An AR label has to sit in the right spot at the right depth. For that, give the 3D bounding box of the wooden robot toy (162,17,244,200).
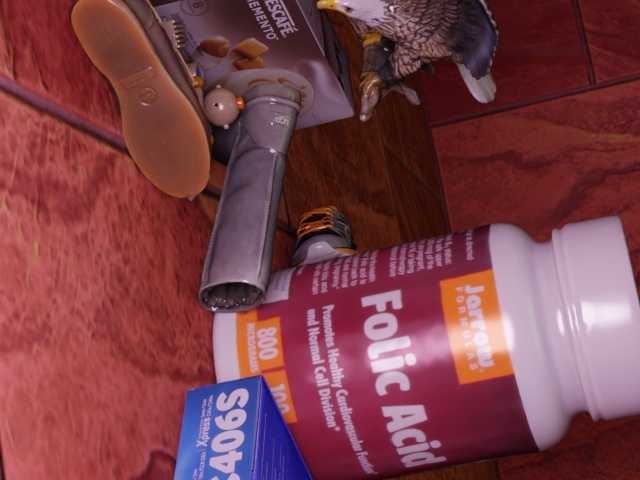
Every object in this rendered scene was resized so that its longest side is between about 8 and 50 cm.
[{"bbox_3d":[-0.108,-0.129,1.268,0.076,0.079,0.173,21,58,-75],"label":"wooden robot toy"}]

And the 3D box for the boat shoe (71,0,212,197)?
[{"bbox_3d":[-0.142,-0.136,1.139,0.073,0.073,0.207,-81,155,-54],"label":"boat shoe"}]

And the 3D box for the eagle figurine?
[{"bbox_3d":[0.106,-0.259,1.380,0.226,0.298,0.225,46,51,12],"label":"eagle figurine"}]

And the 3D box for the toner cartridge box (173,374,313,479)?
[{"bbox_3d":[-0.064,0.290,1.066,0.348,0.075,0.165,-87,159,-51],"label":"toner cartridge box"}]

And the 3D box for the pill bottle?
[{"bbox_3d":[0.114,0.108,1.290,0.224,0.392,0.224,-13,90,-77],"label":"pill bottle"}]

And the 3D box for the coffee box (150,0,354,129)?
[{"bbox_3d":[-0.067,-0.219,1.393,0.246,0.141,0.098,59,22,-56],"label":"coffee box"}]

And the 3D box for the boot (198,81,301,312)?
[{"bbox_3d":[-0.078,-0.030,1.286,0.189,0.076,0.208,142,-46,-67],"label":"boot"}]

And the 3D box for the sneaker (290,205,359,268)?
[{"bbox_3d":[0.000,0.000,1.631,0.215,0.084,0.083,-9,84,-86],"label":"sneaker"}]
